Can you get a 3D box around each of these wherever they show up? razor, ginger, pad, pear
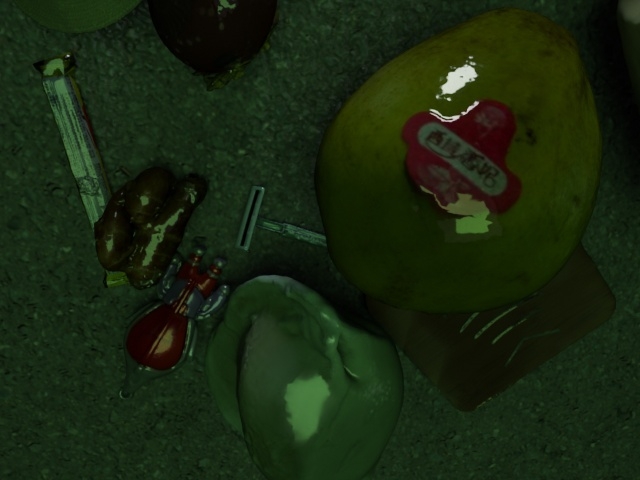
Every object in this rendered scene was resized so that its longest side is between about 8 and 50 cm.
[{"bbox_3d":[-0.002,0.000,0.739,0.211,0.036,0.084,17,85,-17],"label":"razor"},{"bbox_3d":[-0.216,-0.025,0.688,0.103,0.073,0.162,29,92,-31],"label":"ginger"},{"bbox_3d":[0.242,0.086,0.787,0.286,0.018,0.284,-38,112,8],"label":"pad"},{"bbox_3d":[0.156,-0.090,0.602,0.287,0.287,0.375,34,80,-15],"label":"pear"}]

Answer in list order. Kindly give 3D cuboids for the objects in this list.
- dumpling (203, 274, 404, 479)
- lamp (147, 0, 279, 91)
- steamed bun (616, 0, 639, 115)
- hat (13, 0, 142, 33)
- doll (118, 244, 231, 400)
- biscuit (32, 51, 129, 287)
[{"bbox_3d":[-0.022,0.199,0.711,0.270,0.212,0.320,11,99,-7],"label":"dumpling"},{"bbox_3d":[-0.104,-0.256,0.587,0.135,0.156,0.157,-16,153,-41],"label":"lamp"},{"bbox_3d":[0.561,-0.222,0.561,0.456,0.290,0.371,-20,114,24],"label":"steamed bun"},{"bbox_3d":[-0.254,-0.328,0.491,0.257,0.130,0.257,2,95,22],"label":"hat"},{"bbox_3d":[-0.200,0.113,0.733,0.102,0.075,0.227,30,94,0],"label":"doll"},{"bbox_3d":[-0.280,-0.075,0.686,0.048,0.026,0.291,-12,110,-5],"label":"biscuit"}]
